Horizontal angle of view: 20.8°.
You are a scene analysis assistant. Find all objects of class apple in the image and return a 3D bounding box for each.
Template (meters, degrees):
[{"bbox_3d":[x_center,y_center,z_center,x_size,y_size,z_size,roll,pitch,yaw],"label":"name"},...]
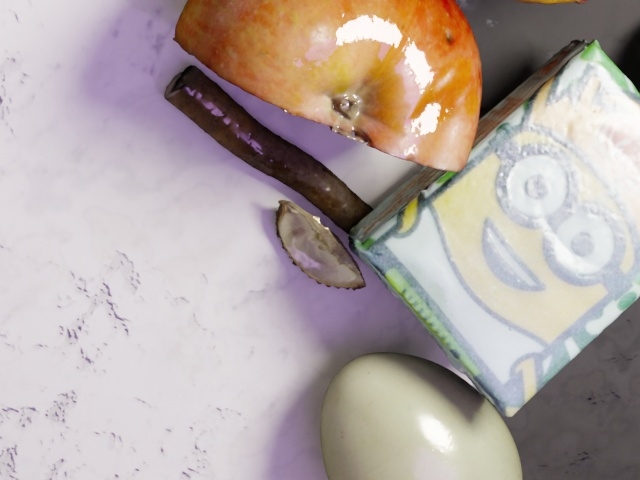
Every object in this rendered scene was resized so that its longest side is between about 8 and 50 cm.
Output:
[{"bbox_3d":[0.030,-0.196,1.588,0.293,0.251,0.163,18,105,-23],"label":"apple"}]

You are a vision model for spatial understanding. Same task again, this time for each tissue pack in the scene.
[{"bbox_3d":[0.213,-0.016,1.714,0.311,0.128,0.228,-42,98,-2],"label":"tissue pack"}]

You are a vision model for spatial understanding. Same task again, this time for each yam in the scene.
[{"bbox_3d":[-0.020,-0.063,1.730,0.327,0.045,0.045,38,114,-27],"label":"yam"}]

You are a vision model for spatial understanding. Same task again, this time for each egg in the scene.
[{"bbox_3d":[0.100,0.223,1.788,0.188,0.188,0.254,-37,112,-6],"label":"egg"}]

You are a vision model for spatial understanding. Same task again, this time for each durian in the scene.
[{"bbox_3d":[-0.006,0.008,1.747,0.052,0.066,0.130,-45,108,-3],"label":"durian"}]

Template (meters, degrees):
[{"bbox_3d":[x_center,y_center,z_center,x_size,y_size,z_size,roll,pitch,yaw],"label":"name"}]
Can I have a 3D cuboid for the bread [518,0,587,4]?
[{"bbox_3d":[0.200,-0.406,1.607,0.398,0.215,0.398,-7,110,-20],"label":"bread"}]
